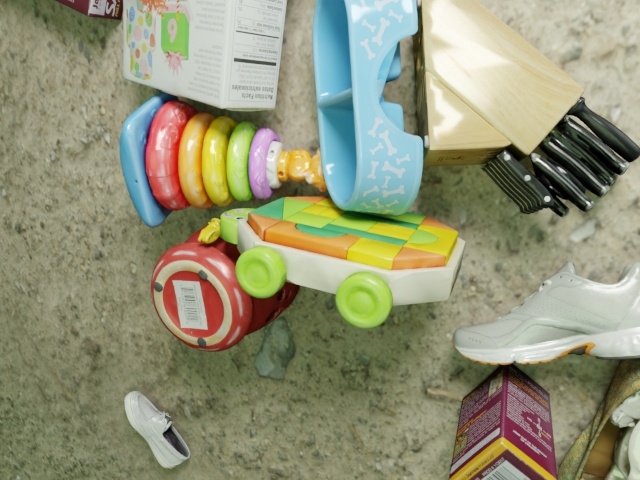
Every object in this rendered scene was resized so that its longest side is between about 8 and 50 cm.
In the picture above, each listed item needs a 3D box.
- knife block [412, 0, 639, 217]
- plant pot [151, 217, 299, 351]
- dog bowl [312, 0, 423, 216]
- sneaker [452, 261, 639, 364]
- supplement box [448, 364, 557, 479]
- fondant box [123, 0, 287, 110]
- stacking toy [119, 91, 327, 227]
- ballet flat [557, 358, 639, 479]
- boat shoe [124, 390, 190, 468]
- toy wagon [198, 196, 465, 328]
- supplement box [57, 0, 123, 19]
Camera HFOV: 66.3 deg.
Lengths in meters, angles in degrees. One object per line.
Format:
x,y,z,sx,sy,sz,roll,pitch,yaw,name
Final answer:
0.234,-0.163,0.563,0.242,0.088,0.276,-3,86,3,knife block
-0.146,0.066,0.762,0.191,0.174,0.191,6,109,19,plant pot
0.048,-0.173,0.591,0.074,0.166,0.297,-7,101,-17,dog bowl
0.299,0.093,0.638,0.262,0.099,0.121,-13,80,29,sneaker
0.241,0.260,0.649,0.081,0.188,0.104,38,117,6,supplement box
-0.153,-0.357,0.633,0.238,0.096,0.330,25,115,35,fondant box
-0.113,-0.114,0.714,0.301,0.166,0.175,5,124,10,stacking toy
0.395,0.298,0.639,0.123,0.123,0.349,16,113,18,ballet flat
-0.332,0.385,1.009,0.063,0.066,0.184,-27,93,14,boat shoe
0.000,0.000,0.622,0.344,0.267,0.068,13,110,19,toy wagon
-0.414,-0.453,0.761,0.239,0.073,0.130,29,117,13,supplement box
